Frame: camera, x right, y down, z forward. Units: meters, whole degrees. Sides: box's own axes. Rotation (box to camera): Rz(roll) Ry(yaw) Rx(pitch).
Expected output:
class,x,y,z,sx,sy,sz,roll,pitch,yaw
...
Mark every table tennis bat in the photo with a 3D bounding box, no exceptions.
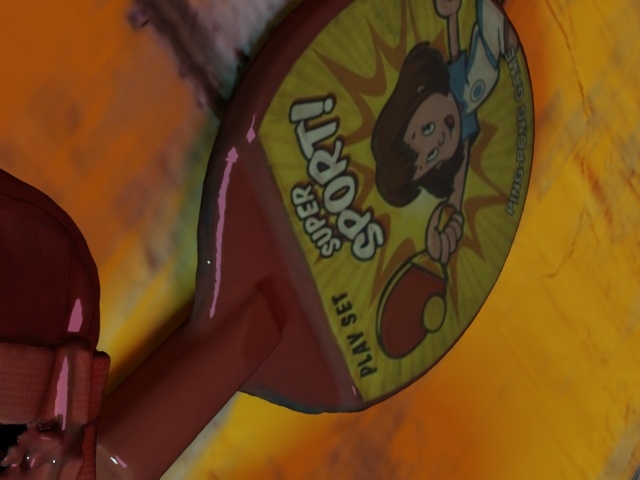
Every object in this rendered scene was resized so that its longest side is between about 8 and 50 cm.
class,x,y,z,sx,sy,sz,roll,pitch,yaw
table tennis bat,0.000,0.000,0.877,0.310,0.038,0.200,-47,130,-32

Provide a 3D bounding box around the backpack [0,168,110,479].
class,x,y,z,sx,sy,sz,roll,pitch,yaw
backpack,-0.164,0.057,0.636,0.229,0.139,0.229,-12,109,-40
